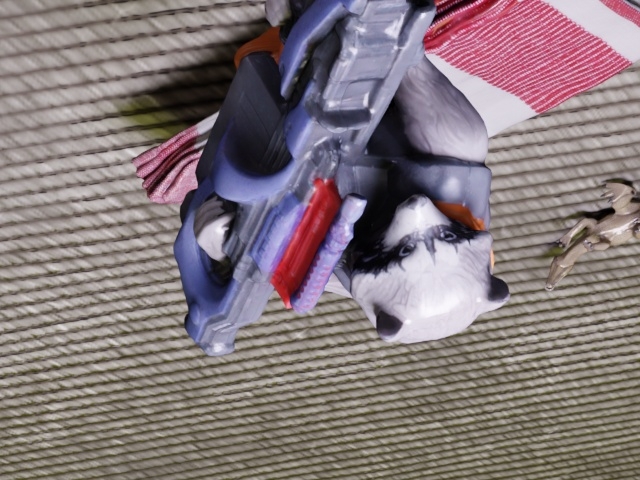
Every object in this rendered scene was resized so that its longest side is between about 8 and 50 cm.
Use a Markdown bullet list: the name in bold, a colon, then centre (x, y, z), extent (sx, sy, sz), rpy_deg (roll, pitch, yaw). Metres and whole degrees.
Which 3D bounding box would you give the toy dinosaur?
- **toy dinosaur**: centre (0.259, -0.018, 1.412), extent (0.183, 0.053, 0.092), rpy_deg (-23, 165, 11)

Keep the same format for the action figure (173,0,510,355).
- **action figure**: centre (0.035, -0.100, 0.908), extent (0.178, 0.330, 0.341), rpy_deg (3, 146, -24)

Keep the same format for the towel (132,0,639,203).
- **towel**: centre (0.065, -0.091, 1.173), extent (0.329, 0.037, 0.237), rpy_deg (-27, 161, 24)
